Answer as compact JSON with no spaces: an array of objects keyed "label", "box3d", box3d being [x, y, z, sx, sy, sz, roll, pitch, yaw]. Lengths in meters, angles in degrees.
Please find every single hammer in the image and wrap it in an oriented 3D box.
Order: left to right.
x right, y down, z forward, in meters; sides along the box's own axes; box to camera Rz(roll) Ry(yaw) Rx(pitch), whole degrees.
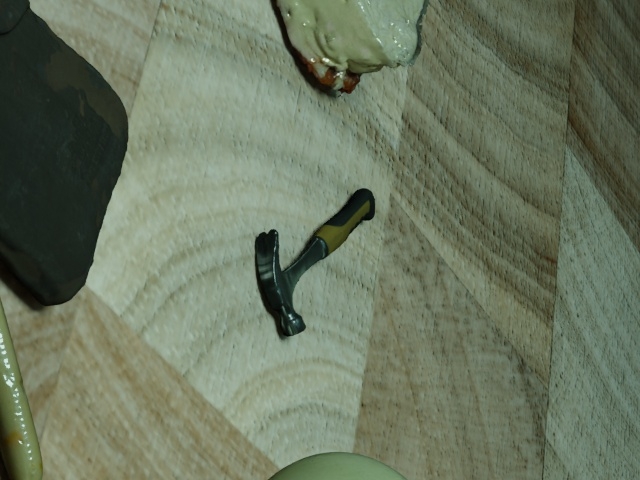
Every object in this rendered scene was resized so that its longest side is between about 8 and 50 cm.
[{"label":"hammer","box3d":[0.000,0.000,1.370,0.078,0.021,0.201,68,29,-15]}]

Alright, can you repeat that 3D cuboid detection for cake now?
[{"label":"cake","box3d":[0.051,-0.200,1.483,0.220,0.086,0.117,-35,107,-60]}]

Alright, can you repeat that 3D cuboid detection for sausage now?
[{"label":"sausage","box3d":[-0.185,0.081,1.000,0.024,0.024,0.132,-16,90,-62]}]

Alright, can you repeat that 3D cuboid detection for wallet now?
[{"label":"wallet","box3d":[-0.221,-0.109,1.004,0.309,0.042,0.165,49,41,-38]}]

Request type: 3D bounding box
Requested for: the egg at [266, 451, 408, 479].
[{"label":"egg","box3d":[0.010,0.252,1.099,0.188,0.188,0.253,49,33,-39]}]
